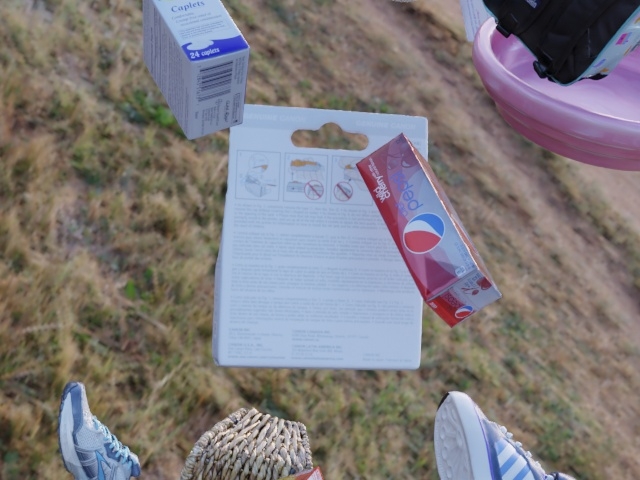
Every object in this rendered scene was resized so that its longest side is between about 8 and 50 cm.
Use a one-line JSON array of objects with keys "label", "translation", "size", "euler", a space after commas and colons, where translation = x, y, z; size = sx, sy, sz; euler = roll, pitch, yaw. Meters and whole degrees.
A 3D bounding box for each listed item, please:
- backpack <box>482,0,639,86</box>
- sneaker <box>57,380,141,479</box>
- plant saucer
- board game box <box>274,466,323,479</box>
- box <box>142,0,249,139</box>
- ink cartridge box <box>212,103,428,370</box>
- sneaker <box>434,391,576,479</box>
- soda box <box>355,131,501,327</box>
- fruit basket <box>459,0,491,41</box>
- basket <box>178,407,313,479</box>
[{"label": "backpack", "translation": [0.294, -0.279, 1.180], "size": [0.144, 0.188, 0.166], "euler": [-20, 64, -39]}, {"label": "sneaker", "translation": [-0.372, 0.366, 1.887], "size": [0.122, 0.283, 0.110], "euler": [-10, 16, -5]}, {"label": "plant saucer", "translation": [0.341, -0.181, 1.324], "size": [0.332, 0.084, 0.332], "euler": [6, 35, -4]}, {"label": "board game box", "translation": [-0.096, 0.311, 1.214], "size": [0.147, 0.193, 0.045], "euler": [2, 69, -81]}, {"label": "box", "translation": [-0.141, -0.207, 1.227], "size": [0.072, 0.126, 0.137], "euler": [-20, 60, -21]}, {"label": "ink cartridge box", "translation": [0.000, 0.000, 1.662], "size": [0.308, 0.385, 0.091], "euler": [3, -2, -11]}, {"label": "sneaker", "translation": [0.336, 0.393, 1.811], "size": [0.236, 0.130, 0.323], "euler": [2, 49, -22]}, {"label": "soda box", "translation": [0.141, -0.018, 1.478], "size": [0.092, 0.083, 0.263], "euler": [42, 18, -48]}, {"label": "fruit basket", "translation": [0.371, -0.530, 1.811], "size": [0.353, 0.327, 0.165], "euler": [-19, 36, -1]}, {"label": "basket", "translation": [-0.164, 0.442, 1.925], "size": [0.223, 0.299, 0.213], "euler": [13, 22, -13]}]
